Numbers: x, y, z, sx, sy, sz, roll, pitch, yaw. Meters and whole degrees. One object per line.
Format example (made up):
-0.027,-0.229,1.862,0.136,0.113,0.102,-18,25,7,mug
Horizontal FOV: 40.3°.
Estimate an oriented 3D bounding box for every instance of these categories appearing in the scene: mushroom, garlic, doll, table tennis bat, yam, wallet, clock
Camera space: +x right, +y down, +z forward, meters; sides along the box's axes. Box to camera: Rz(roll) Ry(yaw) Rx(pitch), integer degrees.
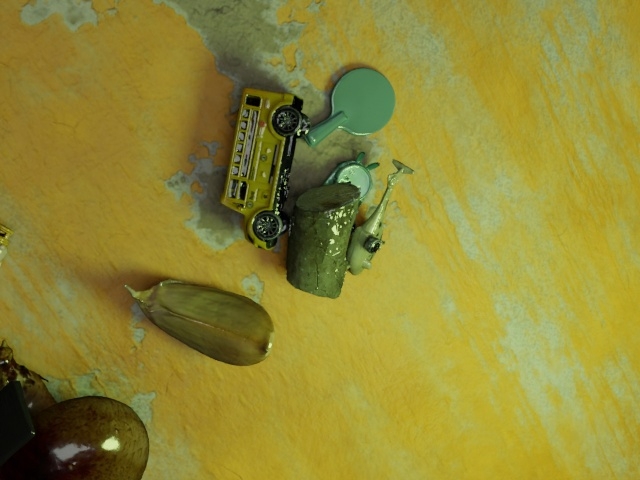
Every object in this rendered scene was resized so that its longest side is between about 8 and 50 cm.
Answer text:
-0.553,0.432,1.813,0.334,0.356,0.331,20,101,-50,mushroom
-0.256,0.153,1.852,0.338,0.196,0.151,26,78,-11,garlic
-0.674,0.025,1.759,0.073,0.084,0.127,34,82,-18,doll
0.062,-0.286,1.945,0.237,0.038,0.149,-37,109,-12,table tennis bat
0.000,0.000,1.899,0.154,0.154,0.254,5,113,-17,yam
-0.638,0.383,1.685,0.244,0.124,0.025,-40,154,25,wallet
0.072,-0.134,1.968,0.101,0.041,0.135,34,89,-19,clock

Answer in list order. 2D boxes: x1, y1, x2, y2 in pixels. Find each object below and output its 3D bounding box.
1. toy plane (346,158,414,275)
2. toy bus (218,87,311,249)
0.124,-0.042,1.955,0.108,0.092,0.286,-13,131,-46,toy plane
-0.122,-0.152,1.854,0.151,0.145,0.331,12,95,6,toy bus
